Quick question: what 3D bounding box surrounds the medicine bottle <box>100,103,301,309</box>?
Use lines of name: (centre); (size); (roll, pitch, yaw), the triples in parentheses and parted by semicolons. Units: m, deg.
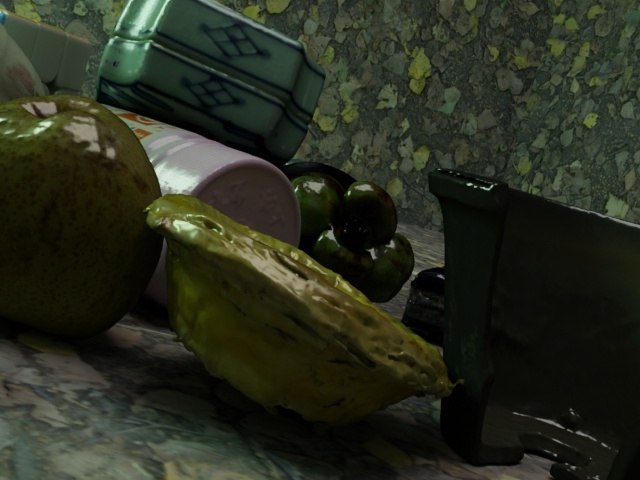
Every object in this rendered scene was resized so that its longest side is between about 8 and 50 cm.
medicine bottle: (-0.200, -0.039, 1.107); (0.315, 0.202, 0.202); (21, 7, 40)

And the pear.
pear: (-0.252, -0.030, 0.847); (0.228, 0.211, 0.188); (16, 8, 9)

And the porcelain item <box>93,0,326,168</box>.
porcelain item: (-0.157, -0.200, 1.260); (0.281, 0.157, 0.286); (23, -12, -14)

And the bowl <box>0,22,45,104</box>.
bowl: (-0.416, -0.110, 1.055); (0.277, 0.277, 0.145); (24, -18, 50)

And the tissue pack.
tissue pack: (0.309, 0.122, 1.378); (0.332, 0.123, 0.245); (19, 9, 22)

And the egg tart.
egg tart: (-0.033, 0.071, 0.793); (0.315, 0.120, 0.315); (32, 0, 0)

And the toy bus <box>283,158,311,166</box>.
toy bus: (-0.050, -0.038, 1.543); (0.152, 0.190, 0.312); (16, 6, 2)

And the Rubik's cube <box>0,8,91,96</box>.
Rubik's cube: (-0.608, -0.257, 1.566); (0.291, 0.291, 0.291); (16, 6, 12)

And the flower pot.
flower pot: (0.256, 0.095, 0.876); (0.379, 0.251, 0.379); (14, 6, -2)

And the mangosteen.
mangosteen: (0.000, 0.000, 1.206); (0.242, 0.243, 0.243); (16, 6, -2)
